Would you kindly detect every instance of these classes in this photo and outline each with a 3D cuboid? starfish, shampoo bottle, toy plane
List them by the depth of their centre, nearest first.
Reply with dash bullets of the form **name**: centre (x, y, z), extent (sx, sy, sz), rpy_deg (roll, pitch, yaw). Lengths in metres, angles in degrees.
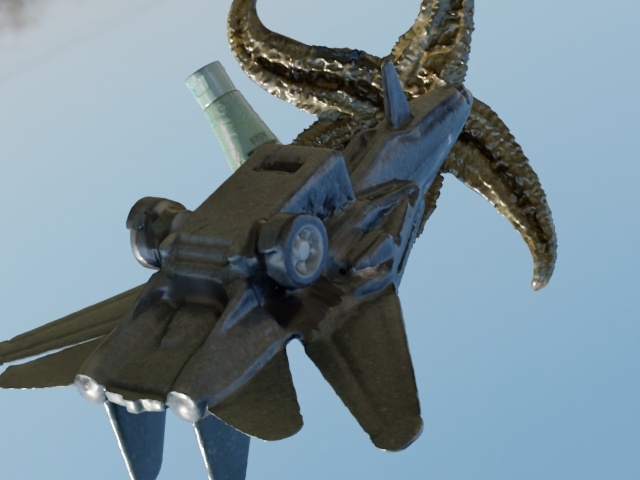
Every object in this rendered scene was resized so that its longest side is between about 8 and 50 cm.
- **toy plane**: centre (-0.003, -0.009, 0.803), extent (0.212, 0.088, 0.267), rpy_deg (8, -137, 34)
- **starfish**: centre (0.042, -0.067, 1.008), extent (0.213, 0.238, 0.057), rpy_deg (24, -177, 7)
- **shampoo bottle**: centre (-0.050, -0.064, 1.618), extent (0.069, 0.190, 0.041), rpy_deg (-31, 175, -26)
